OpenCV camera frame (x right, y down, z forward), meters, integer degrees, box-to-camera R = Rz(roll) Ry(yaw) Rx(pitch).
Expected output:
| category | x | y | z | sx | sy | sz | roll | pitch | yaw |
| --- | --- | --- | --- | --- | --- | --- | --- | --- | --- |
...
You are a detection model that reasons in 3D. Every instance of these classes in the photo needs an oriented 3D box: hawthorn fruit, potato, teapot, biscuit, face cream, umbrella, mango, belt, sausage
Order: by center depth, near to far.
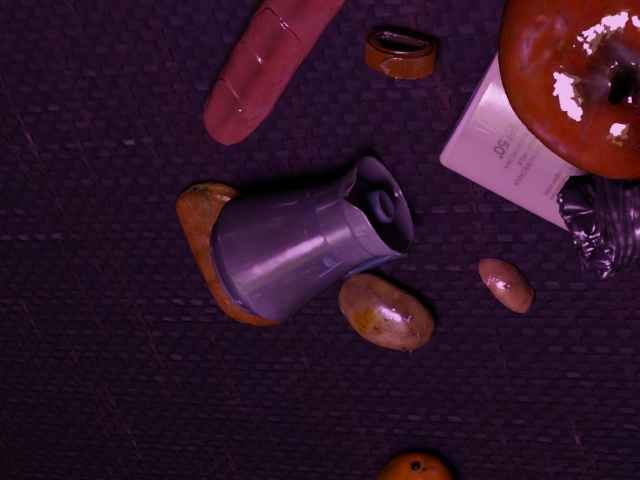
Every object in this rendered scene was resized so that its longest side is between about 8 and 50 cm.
| category | x | y | z | sx | sy | sz | roll | pitch | yaw |
| --- | --- | --- | --- | --- | --- | --- | --- | --- | --- |
| hawthorn fruit | 0.296 | -0.185 | 1.278 | 0.268 | 0.301 | 0.267 | 14 | 128 | 19 |
| umbrella | 0.413 | -0.059 | 1.374 | 0.337 | 0.154 | 0.128 | -14 | 144 | 14 |
| face cream | 0.321 | -0.075 | 1.510 | 0.348 | 0.081 | 0.173 | 28 | 126 | 0 |
| belt | 0.090 | -0.212 | 1.513 | 0.083 | 0.059 | 0.036 | 14 | 133 | 14 |
| sausage | -0.034 | -0.248 | 1.520 | 0.088 | 0.088 | 0.433 | 34 | 134 | -6 |
| teapot | 0.000 | 0.000 | 1.679 | 0.225 | 0.171 | 0.203 | -22 | 150 | 27 |
| potato | 0.241 | 0.057 | 1.695 | 0.093 | 0.037 | 0.036 | 42 | 128 | -13 |
| potato | 0.086 | 0.098 | 1.775 | 0.138 | 0.070 | 0.091 | 25 | 133 | 2 |
| biscuit | -0.118 | 0.022 | 1.831 | 0.118 | 0.029 | 0.247 | 1 | 128 | 27 |
| mango | 0.133 | 0.369 | 1.978 | 0.111 | 0.089 | 0.163 | 39 | 141 | -12 |
